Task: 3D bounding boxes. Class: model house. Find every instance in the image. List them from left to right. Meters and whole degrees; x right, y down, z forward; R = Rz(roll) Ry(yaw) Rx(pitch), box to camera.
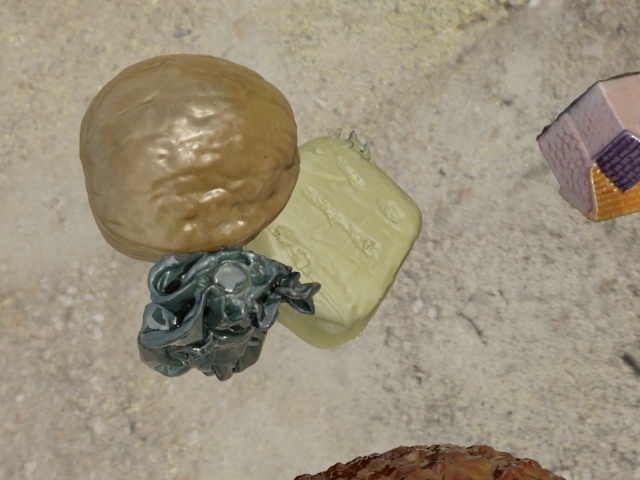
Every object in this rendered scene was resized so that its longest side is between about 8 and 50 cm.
[{"bbox_3d":[0.614,-0.180,1.683,0.237,0.202,0.238,-50,55,54],"label":"model house"}]

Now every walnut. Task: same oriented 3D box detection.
[{"bbox_3d":[-0.127,-0.080,0.834,0.228,0.228,0.228,-9,75,37],"label":"walnut"}]

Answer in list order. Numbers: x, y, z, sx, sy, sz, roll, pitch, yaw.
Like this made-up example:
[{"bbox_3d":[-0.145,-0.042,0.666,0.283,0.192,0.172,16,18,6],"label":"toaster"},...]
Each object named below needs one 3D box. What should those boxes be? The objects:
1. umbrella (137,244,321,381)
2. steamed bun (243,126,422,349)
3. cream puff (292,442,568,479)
[{"bbox_3d":[-0.103,0.085,0.797,0.349,0.143,0.094,132,143,-68],"label":"umbrella"},{"bbox_3d":[0.000,0.000,1.126,0.273,0.232,0.166,-58,7,-30],"label":"steamed bun"},{"bbox_3d":[0.091,0.244,0.413,0.350,0.350,0.229,53,137,32],"label":"cream puff"}]
